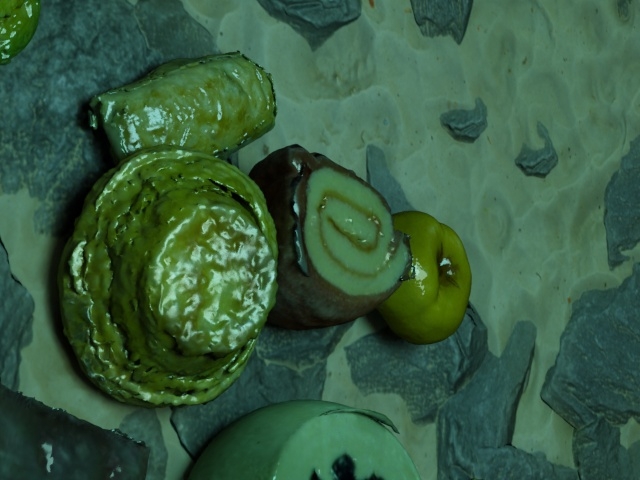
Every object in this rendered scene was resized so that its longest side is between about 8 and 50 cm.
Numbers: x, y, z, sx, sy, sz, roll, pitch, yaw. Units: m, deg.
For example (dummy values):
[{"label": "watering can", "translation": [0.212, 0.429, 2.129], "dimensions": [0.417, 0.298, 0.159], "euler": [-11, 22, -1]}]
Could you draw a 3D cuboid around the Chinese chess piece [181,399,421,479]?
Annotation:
[{"label": "Chinese chess piece", "translation": [-0.006, 0.352, 1.971], "dimensions": [0.349, 0.146, 0.349], "euler": [18, 67, -48]}]

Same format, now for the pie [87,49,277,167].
[{"label": "pie", "translation": [-0.151, -0.142, 1.994], "dimensions": [0.282, 0.068, 0.129], "euler": [-27, 101, -47]}]

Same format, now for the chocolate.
[{"label": "chocolate", "translation": [-0.311, 0.199, 1.666], "dimensions": [0.321, 0.112, 0.112], "euler": [30, 59, -45]}]

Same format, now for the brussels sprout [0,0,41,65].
[{"label": "brussels sprout", "translation": [-0.337, -0.263, 1.774], "dimensions": [0.139, 0.100, 0.181], "euler": [24, 60, -57]}]

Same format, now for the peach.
[{"label": "peach", "translation": [0.123, 0.044, 2.252], "dimensions": [0.179, 0.103, 0.179], "euler": [21, 63, -50]}]

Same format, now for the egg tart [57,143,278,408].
[{"label": "egg tart", "translation": [-0.141, 0.040, 1.876], "dimensions": [0.294, 0.123, 0.294], "euler": [2, 88, -40]}]

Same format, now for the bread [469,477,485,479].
[{"label": "bread", "translation": [0.242, 0.367, 2.355], "dimensions": [0.157, 0.044, 0.052], "euler": [39, 46, -39]}]

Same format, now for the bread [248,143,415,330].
[{"label": "bread", "translation": [0.000, 0.012, 2.091], "dimensions": [0.244, 0.123, 0.190], "euler": [26, 62, -44]}]
